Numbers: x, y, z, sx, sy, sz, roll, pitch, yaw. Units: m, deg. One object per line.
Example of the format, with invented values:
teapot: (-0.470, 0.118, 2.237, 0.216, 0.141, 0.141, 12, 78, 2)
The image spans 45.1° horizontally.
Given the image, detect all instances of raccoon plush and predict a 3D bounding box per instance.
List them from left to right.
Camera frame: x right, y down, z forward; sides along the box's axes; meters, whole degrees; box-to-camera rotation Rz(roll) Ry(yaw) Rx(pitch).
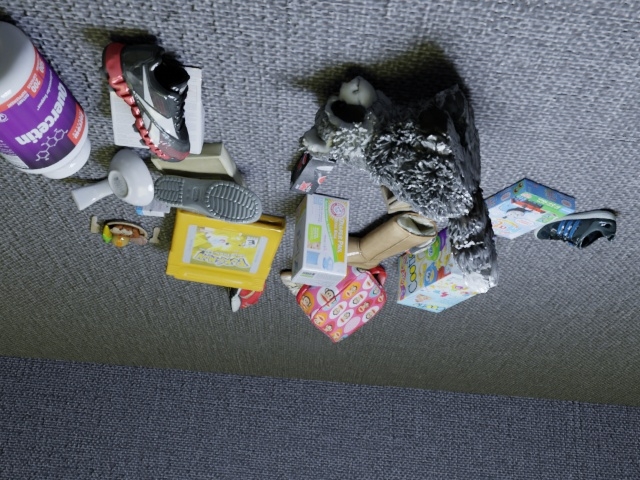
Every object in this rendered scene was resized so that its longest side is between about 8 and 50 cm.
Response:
raccoon plush: (0.139, -0.095, 1.447, 0.299, 0.447, 0.216, -7, -173, 27)

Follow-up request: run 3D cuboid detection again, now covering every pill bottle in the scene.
pill bottle: (-0.558, -0.247, 1.449, 0.181, 0.182, 0.323, 0, 156, 11)

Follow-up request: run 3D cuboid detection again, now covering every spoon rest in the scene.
spoon rest: (-0.476, -0.133, 1.802, 0.276, 0.137, 0.084, -10, -163, 42)

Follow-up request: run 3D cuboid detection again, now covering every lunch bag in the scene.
lunch bag: (0.081, 0.160, 2.257, 0.258, 0.120, 0.293, -39, 150, -2)

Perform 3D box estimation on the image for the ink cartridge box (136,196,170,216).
ink cartridge box: (-0.419, -0.088, 1.949, 0.083, 0.048, 0.028, 5, 156, -1)

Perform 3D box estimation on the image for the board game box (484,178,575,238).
board game box: (0.472, -0.071, 1.846, 0.160, 0.039, 0.211, 16, 154, -26)

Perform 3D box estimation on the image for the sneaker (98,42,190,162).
sneaker: (-0.292, -0.255, 1.440, 0.135, 0.098, 0.276, -8, 137, 15)

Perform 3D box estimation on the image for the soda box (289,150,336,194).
soda box: (-0.016, -0.162, 1.705, 0.060, 0.053, 0.169, 11, 156, -15)

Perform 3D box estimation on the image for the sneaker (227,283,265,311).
sneaker: (-0.229, 0.132, 2.394, 0.118, 0.107, 0.279, -12, 160, -12)

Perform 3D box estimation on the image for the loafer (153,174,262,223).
loafer: (-0.256, -0.099, 1.779, 0.251, 0.094, 0.087, 15, 180, -2)

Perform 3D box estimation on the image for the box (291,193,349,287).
box: (0.000, 0.000, 1.885, 0.114, 0.203, 0.103, 9, 157, -15)

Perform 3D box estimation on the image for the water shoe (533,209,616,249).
water shoe: (0.618, -0.018, 1.887, 0.203, 0.080, 0.073, -15, 149, 37)

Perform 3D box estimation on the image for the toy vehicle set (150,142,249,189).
toy vehicle set: (-0.271, -0.143, 1.814, 0.166, 0.035, 0.267, -1, 156, 11)

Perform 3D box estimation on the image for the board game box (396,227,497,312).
board game box: (0.337, 0.081, 2.085, 0.144, 0.142, 0.275, 15, 154, -22)

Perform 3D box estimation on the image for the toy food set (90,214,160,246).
toy food set: (-0.546, -0.015, 2.149, 0.192, 0.039, 0.132, 10, 156, -12)

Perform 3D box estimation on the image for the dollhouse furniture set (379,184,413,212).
dollhouse furniture set: (0.230, -0.149, 1.644, 0.183, 0.129, 0.129, -9, 167, -35)

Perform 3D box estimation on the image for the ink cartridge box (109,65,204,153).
ink cartridge box: (-0.323, -0.276, 1.533, 0.181, 0.056, 0.225, 6, 138, -4)

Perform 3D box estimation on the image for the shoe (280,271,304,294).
shoe: (-0.044, 0.151, 2.414, 0.076, 0.058, 0.219, -16, 149, 38)

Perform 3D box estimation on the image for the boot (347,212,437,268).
boot: (0.130, -0.007, 2.003, 0.236, 0.089, 0.269, 5, 160, -31)

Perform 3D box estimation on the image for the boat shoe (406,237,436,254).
boat shoe: (0.268, 0.008, 2.047, 0.043, 0.049, 0.137, 25, 155, -20)

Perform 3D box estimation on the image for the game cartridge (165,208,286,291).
game cartridge: (-0.266, 0.025, 2.100, 0.285, 0.053, 0.324, 9, 142, -11)
